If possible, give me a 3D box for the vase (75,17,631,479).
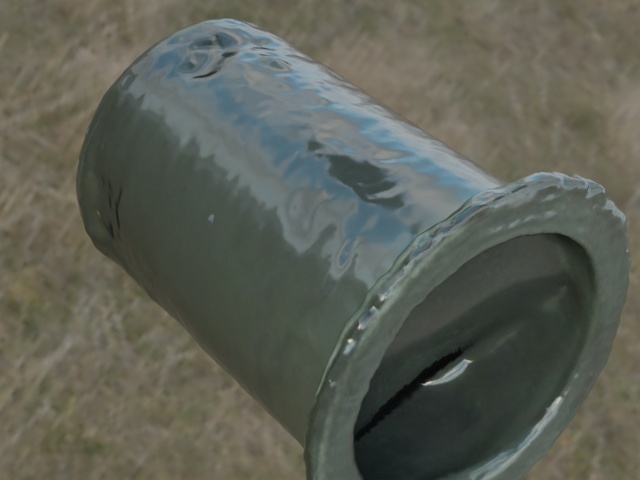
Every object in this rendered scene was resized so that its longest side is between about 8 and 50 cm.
[{"bbox_3d":[0.000,0.000,1.027,0.245,0.245,0.291,2,30,-48],"label":"vase"}]
